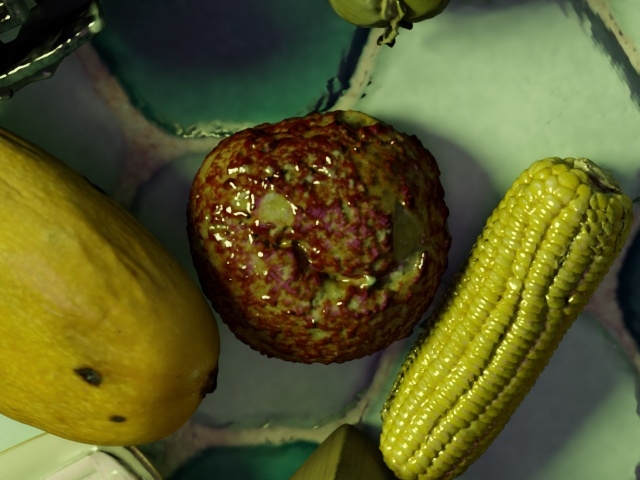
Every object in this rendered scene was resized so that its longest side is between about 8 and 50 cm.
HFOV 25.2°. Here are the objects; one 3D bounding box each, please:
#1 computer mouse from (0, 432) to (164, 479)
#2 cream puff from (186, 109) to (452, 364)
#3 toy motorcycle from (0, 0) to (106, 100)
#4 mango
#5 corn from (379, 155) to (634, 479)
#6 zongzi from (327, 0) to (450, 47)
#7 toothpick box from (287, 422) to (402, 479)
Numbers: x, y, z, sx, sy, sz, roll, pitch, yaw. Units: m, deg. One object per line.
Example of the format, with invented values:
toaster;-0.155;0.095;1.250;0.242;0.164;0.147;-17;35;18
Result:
computer mouse;-0.179;0.192;0.836;0.245;0.056;0.126;-30;99;21
cream puff;0.000;0.000;0.762;0.149;0.084;0.149;0;107;1
toy motorcycle;-0.169;-0.132;0.701;0.270;0.159;0.106;-21;118;13
mango;-0.171;0.017;0.752;0.262;0.109;0.157;30;145;2
corn;0.096;0.045;0.775;0.072;0.072;0.203;28;106;-5
zongzi;-0.024;-0.200;0.704;0.204;0.094;0.205;7;106;5
toothpick box;0.078;0.268;0.788;0.308;0.187;0.190;40;105;-4
